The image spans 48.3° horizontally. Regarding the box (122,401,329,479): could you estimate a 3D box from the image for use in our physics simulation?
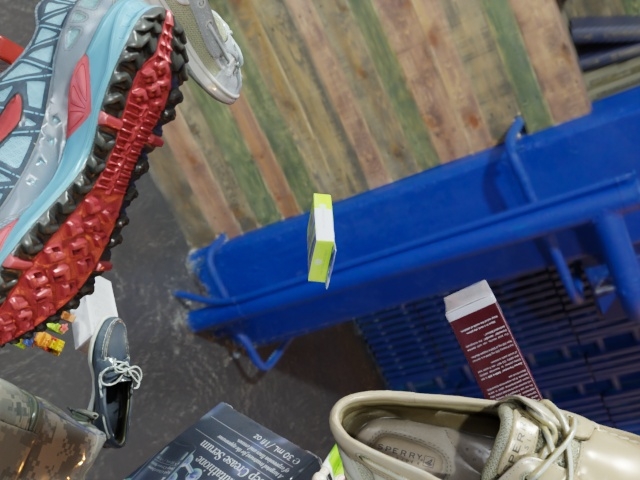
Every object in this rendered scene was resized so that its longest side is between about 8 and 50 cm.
[{"bbox_3d":[-0.200,0.507,1.197,0.395,0.293,0.212,-36,119,-31],"label":"box"}]

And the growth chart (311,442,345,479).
[{"bbox_3d":[0.104,0.290,0.813,0.237,0.021,0.172,44,37,-5],"label":"growth chart"}]

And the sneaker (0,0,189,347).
[{"bbox_3d":[-0.195,-0.053,0.501,0.262,0.125,0.104,-63,161,-5],"label":"sneaker"}]

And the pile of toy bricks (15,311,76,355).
[{"bbox_3d":[-0.545,0.161,1.400,0.212,0.105,0.118,52,54,-55],"label":"pile of toy bricks"}]

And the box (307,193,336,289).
[{"bbox_3d":[0.000,0.000,1.447,0.178,0.042,0.109,-93,-169,-51],"label":"box"}]

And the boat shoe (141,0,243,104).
[{"bbox_3d":[-0.163,-0.278,0.897,0.118,0.103,0.320,46,-1,26],"label":"boat shoe"}]

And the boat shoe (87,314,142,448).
[{"bbox_3d":[-0.400,0.272,1.382,0.095,0.079,0.255,20,71,-55],"label":"boat shoe"}]

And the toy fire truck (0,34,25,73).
[{"bbox_3d":[-0.587,-0.304,1.357,0.302,0.253,0.170,30,70,-63],"label":"toy fire truck"}]

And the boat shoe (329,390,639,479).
[{"bbox_3d":[0.150,0.169,0.525,0.098,0.302,0.109,69,34,-43],"label":"boat shoe"}]

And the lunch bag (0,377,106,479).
[{"bbox_3d":[-0.364,0.284,0.698,0.256,0.212,0.305,43,58,-47],"label":"lunch bag"}]

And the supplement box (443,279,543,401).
[{"bbox_3d":[0.255,0.184,1.000,0.240,0.073,0.130,64,10,0],"label":"supplement box"}]

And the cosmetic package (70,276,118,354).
[{"bbox_3d":[-0.525,0.169,1.652,0.099,0.060,0.239,42,13,-43],"label":"cosmetic package"}]
